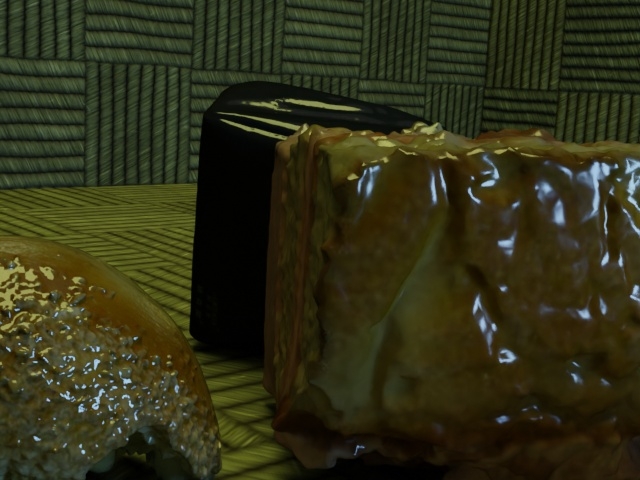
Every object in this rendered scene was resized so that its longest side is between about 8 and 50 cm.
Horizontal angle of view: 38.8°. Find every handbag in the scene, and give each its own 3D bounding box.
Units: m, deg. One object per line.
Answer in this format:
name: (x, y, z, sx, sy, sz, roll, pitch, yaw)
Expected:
handbag: (-0.002, 0.001, 0.994, 0.275, 0.301, 0.178, 14, 26, 11)

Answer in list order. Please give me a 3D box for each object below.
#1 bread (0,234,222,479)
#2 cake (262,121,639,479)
bread: (-0.216, 0.094, 0.624, 0.314, 0.192, 0.171, 0, 9, -21)
cake: (0.104, 0.045, 0.760, 0.314, 0.293, 0.307, 5, 5, -15)
